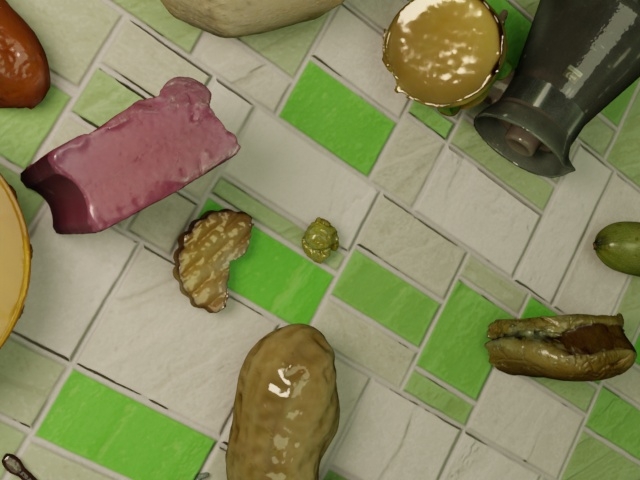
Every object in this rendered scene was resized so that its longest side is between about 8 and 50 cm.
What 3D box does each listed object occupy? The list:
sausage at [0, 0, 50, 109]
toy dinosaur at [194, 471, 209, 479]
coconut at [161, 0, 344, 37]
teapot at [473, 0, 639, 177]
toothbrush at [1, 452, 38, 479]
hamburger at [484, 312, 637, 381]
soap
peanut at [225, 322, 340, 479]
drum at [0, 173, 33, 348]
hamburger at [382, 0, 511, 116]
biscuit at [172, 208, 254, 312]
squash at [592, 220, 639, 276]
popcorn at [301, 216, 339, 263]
[{"bbox_3d":[-0.502,-0.304,1.262,0.258,0.133,0.133,47,73,-17],"label":"sausage"},{"bbox_3d":[-0.256,0.446,1.440,0.209,0.039,0.082,-4,95,-24],"label":"toy dinosaur"},{"bbox_3d":[-0.095,-0.521,1.324,0.415,0.344,0.415,-2,113,-5],"label":"coconut"},{"bbox_3d":[0.450,-0.327,1.651,0.300,0.253,0.344,33,81,12],"label":"teapot"},{"bbox_3d":[-0.378,0.468,1.385,0.041,0.041,0.364,-47,108,-17],"label":"toothbrush"},{"bbox_3d":[0.496,0.208,1.689,0.309,0.211,0.132,1,86,-23],"label":"hamburger"},{"bbox_3d":[-0.286,-0.115,1.236,0.233,0.359,0.128,-33,104,-21],"label":"soap"},{"bbox_3d":[-0.063,0.331,1.460,0.192,0.169,0.387,8,93,-54],"label":"peanut"},{"bbox_3d":[-0.617,0.026,1.170,0.431,0.214,0.431,-1,93,-25],"label":"drum"},{"bbox_3d":[0.234,-0.339,1.563,0.237,0.149,0.237,1,93,17],"label":"hamburger"},{"bbox_3d":[-0.189,0.022,1.449,0.118,0.061,0.183,28,78,-21],"label":"biscuit"},{"bbox_3d":[0.656,0.015,1.811,0.187,0.123,0.123,11,87,-21],"label":"squash"},{"bbox_3d":[-0.003,-0.001,1.537,0.068,0.059,0.083,-10,122,-52],"label":"popcorn"}]
